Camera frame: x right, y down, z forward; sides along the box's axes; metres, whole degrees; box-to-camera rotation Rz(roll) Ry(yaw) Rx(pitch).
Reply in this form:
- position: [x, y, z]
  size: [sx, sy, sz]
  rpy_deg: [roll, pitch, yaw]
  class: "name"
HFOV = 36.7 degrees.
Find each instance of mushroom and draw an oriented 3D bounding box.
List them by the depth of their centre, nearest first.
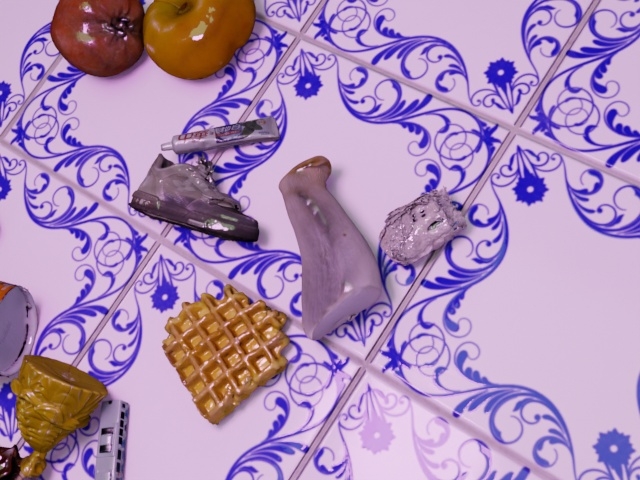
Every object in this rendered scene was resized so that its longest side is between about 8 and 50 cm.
- position: [0.000, 0.000, 1.704]
  size: [0.159, 0.122, 0.328]
  rpy_deg: [-20, 63, 1]
  class: "mushroom"

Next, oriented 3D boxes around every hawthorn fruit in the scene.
- position: [-0.488, -0.446, 2.031]
  size: [0.251, 0.199, 0.199]
  rpy_deg: [9, 72, 40]
  class: "hawthorn fruit"

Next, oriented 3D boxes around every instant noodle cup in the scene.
- position: [-0.661, 0.163, 1.826]
  size: [0.182, 0.230, 0.230]
  rpy_deg: [6, 71, 11]
  class: "instant noodle cup"

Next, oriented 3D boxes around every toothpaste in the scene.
- position: [-0.197, -0.202, 1.883]
  size: [0.233, 0.038, 0.060]
  rpy_deg: [-10, 56, -2]
  class: "toothpaste"

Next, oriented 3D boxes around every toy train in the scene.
- position: [-0.375, 0.390, 1.720]
  size: [0.043, 0.047, 0.207]
  rpy_deg: [-8, 65, 18]
  class: "toy train"

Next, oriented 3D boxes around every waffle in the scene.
- position: [-0.164, 0.177, 1.726]
  size: [0.219, 0.057, 0.229]
  rpy_deg: [-37, 61, 2]
  class: "waffle"

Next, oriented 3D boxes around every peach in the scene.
- position: [-0.253, -0.445, 1.964]
  size: [0.251, 0.153, 0.251]
  rpy_deg: [-18, 51, 24]
  class: "peach"

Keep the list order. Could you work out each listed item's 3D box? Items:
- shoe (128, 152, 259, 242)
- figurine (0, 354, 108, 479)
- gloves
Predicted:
- position: [-0.226, -0.092, 1.824]
  size: [0.293, 0.109, 0.149]
  rpy_deg: [14, 80, 29]
  class: "shoe"
- position: [-0.521, 0.381, 1.729]
  size: [0.187, 0.168, 0.315]
  rpy_deg: [22, 86, 48]
  class: "figurine"
- position: [0.171, -0.028, 1.681]
  size: [0.153, 0.070, 0.114]
  rpy_deg: [-33, 62, 7]
  class: "gloves"
